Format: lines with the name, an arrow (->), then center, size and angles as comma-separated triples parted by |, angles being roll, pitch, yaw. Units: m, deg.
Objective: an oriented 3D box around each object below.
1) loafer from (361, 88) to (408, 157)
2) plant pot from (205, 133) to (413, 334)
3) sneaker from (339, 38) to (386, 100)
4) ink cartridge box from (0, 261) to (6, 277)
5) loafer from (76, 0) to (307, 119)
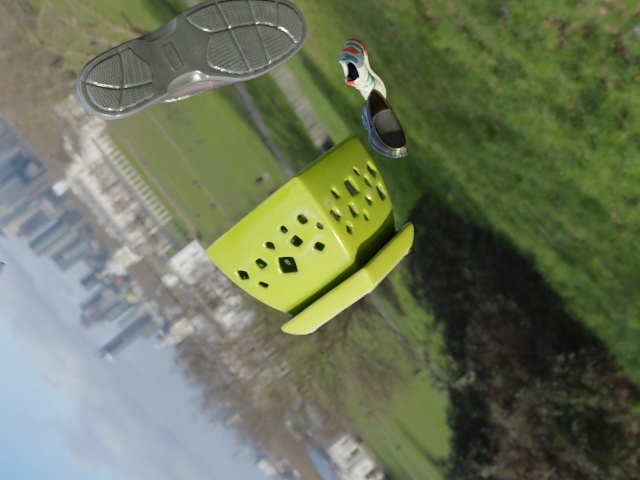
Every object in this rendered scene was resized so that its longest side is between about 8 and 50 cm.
loafer -> 0.114, -0.211, 1.849 | 0.170, 0.062, 0.061 | -119, 22, -47
plant pot -> 0.000, 0.000, 1.590 | 0.207, 0.228, 0.227 | 51, -145, -1
sneaker -> 0.079, -0.325, 2.077 | 0.057, 0.075, 0.161 | 0, 134, 34
ink cartridge box -> -0.616, 0.118, 1.344 | 0.304, 0.307, 0.072 | 21, 179, 4
loafer -> -0.166, -0.232, 1.290 | 0.109, 0.303, 0.095 | 69, 163, -7
